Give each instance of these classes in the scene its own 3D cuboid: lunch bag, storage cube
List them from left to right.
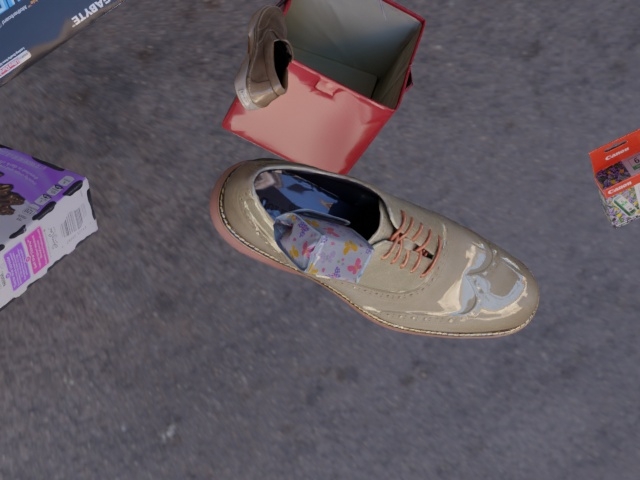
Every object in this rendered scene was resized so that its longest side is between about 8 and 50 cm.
[{"bbox_3d":[0.000,0.000,1.270,0.071,0.083,0.053,15,106,-35],"label":"lunch bag"},{"bbox_3d":[0.004,-0.226,1.778,0.215,0.193,0.184,26,53,-10],"label":"storage cube"}]

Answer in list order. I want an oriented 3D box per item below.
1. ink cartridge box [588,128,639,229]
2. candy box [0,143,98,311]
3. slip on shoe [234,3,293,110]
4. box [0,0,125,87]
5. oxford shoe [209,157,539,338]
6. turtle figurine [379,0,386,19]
[{"bbox_3d":[0.330,-0.065,1.401,0.062,0.029,0.115,-26,141,4],"label":"ink cartridge box"},{"bbox_3d":[-0.350,-0.008,1.296,0.196,0.164,0.070,-46,145,-38],"label":"candy box"},{"bbox_3d":[-0.042,-0.169,1.172,0.041,0.135,0.051,-16,124,24],"label":"slip on shoe"},{"bbox_3d":[-0.358,-0.305,1.547,0.220,0.051,0.175,-36,108,-7],"label":"box"},{"bbox_3d":[0.075,0.017,1.426,0.397,0.146,0.141,17,81,-14],"label":"oxford shoe"},{"bbox_3d":[0.052,-0.378,1.469,0.118,0.175,0.234,-23,117,-19],"label":"turtle figurine"}]
